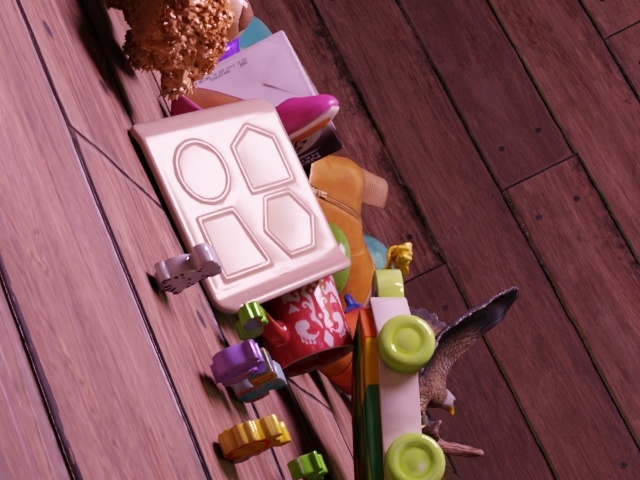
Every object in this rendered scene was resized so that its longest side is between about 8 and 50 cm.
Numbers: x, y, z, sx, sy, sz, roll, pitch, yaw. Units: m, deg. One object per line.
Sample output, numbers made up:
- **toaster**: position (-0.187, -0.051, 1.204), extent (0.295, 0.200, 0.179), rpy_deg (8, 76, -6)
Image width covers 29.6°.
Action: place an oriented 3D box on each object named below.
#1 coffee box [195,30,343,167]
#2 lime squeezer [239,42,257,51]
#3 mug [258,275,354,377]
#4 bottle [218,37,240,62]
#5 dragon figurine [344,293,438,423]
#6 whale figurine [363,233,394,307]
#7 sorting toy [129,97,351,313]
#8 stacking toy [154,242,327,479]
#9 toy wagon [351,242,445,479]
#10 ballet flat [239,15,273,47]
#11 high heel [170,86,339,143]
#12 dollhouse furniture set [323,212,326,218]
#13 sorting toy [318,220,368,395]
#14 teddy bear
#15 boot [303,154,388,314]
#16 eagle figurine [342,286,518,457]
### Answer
- **coffee box**: position (-0.079, -0.178, 1.758), extent (0.119, 0.168, 0.297), rpy_deg (64, 5, 10)
- **lime squeezer**: position (-0.081, -0.289, 2.119), extent (0.310, 0.059, 0.110), rpy_deg (34, 22, -10)
- **mug**: position (-0.050, 0.057, 1.291), extent (0.113, 0.150, 0.169), rpy_deg (-45, -118, 56)
- **bottle**: position (-0.201, -0.361, 1.904), extent (0.283, 0.092, 0.118), rpy_deg (61, 5, -32)
- **dragon figurine**: position (0.099, 0.220, 2.044), extent (0.289, 0.085, 0.144), rpy_deg (59, 6, -4)
- **whale figurine**: position (0.067, 0.034, 2.455), extent (0.216, 0.141, 0.272), rpy_deg (61, 4, -31)
- **sorting toy**: position (-0.080, -0.038, 1.209), extent (0.193, 0.038, 0.208), rpy_deg (-21, 80, -48)
- **stacking toy**: position (-0.062, 0.113, 1.002), extent (0.221, 0.052, 0.167), rpy_deg (59, 8, -68)
- **toy wagon**: position (0.071, 0.168, 1.265), extent (0.267, 0.068, 0.344), rpy_deg (97, -9, -65)
- **ballet flat**: position (-0.112, -0.234, 2.216), extent (0.147, 0.147, 0.409), rpy_deg (58, 10, -55)
- **high heel**: position (-0.080, -0.152, 1.358), extent (0.244, 0.082, 0.117), rpy_deg (-18, -86, 51)
- **dollhouse furniture set**: position (-0.029, 0.012, 1.907), extent (0.081, 0.091, 0.114), rpy_deg (22, 42, -61)
- **sorting toy**: position (-0.034, 0.045, 1.629), extent (0.126, 0.127, 0.366), rpy_deg (12, 41, -46)
- **teddy bear**: position (-0.155, -0.282, 1.283), extent (0.113, 0.245, 0.338), rpy_deg (15, 10, -29)
- **boot**: position (0.001, -0.001, 2.084), extent (0.211, 0.295, 0.104), rpy_deg (13, 0, -41)
- **eagle figurine**: position (0.166, 0.192, 1.871), extent (0.225, 0.226, 0.298), rpy_deg (91, 14, -63)
